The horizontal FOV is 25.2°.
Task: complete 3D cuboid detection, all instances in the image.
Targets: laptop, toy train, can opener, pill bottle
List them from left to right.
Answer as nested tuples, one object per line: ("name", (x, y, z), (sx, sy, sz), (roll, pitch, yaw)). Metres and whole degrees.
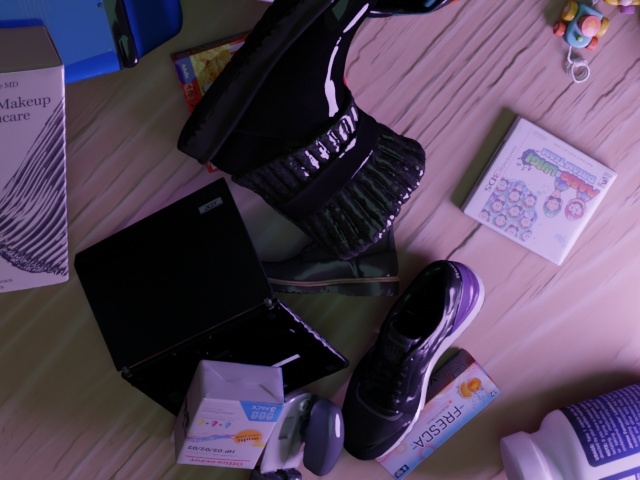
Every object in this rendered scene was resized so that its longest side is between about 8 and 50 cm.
("laptop", (-0.135, 0.089, 1.766), (0.234, 0.136, 0.264), (-26, 136, 21))
("can opener", (-0.045, 0.328, 1.842), (0.076, 0.095, 0.283), (0, 112, -47))
("pill bottle", (0.381, 0.280, 1.884), (0.265, 0.153, 0.153), (-17, 109, -5))
("toy train", (0.376, -0.266, 1.776), (0.166, 0.046, 0.125), (-27, 109, -2))

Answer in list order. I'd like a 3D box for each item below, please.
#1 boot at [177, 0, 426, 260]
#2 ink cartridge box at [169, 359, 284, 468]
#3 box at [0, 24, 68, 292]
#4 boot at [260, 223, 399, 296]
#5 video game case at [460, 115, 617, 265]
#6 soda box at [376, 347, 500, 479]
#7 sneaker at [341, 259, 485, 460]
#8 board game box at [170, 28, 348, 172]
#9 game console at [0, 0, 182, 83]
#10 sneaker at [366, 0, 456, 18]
("boot", (0.029, -0.157, 1.626), (0.260, 0.131, 0.348), (32, 123, -15))
("ink cartridge box", (-0.120, 0.228, 1.775), (0.104, 0.061, 0.181), (7, 137, -16))
("box", (-0.328, -0.081, 1.501), (0.113, 0.094, 0.275), (-10, 129, -19))
("boot", (0.000, 0.000, 1.787), (0.198, 0.077, 0.137), (2, 89, -5))
("video game case", (0.281, -0.062, 1.834), (0.157, 0.019, 0.143), (28, 100, -17))
("soda box", (0.145, 0.228, 1.875), (0.183, 0.058, 0.063), (-41, 109, 4))
("sneaker", (0.093, 0.144, 1.791), (0.107, 0.124, 0.283), (30, 95, 22))
("board game box", (-0.066, -0.182, 1.720), (0.194, 0.045, 0.146), (-19, 110, -4))
("game console", (-0.288, -0.330, 1.560), (0.250, 0.173, 0.293), (-16, 108, -10))
("sneaker", (0.156, -0.323, 1.679), (0.302, 0.121, 0.108), (-20, 109, -4))
